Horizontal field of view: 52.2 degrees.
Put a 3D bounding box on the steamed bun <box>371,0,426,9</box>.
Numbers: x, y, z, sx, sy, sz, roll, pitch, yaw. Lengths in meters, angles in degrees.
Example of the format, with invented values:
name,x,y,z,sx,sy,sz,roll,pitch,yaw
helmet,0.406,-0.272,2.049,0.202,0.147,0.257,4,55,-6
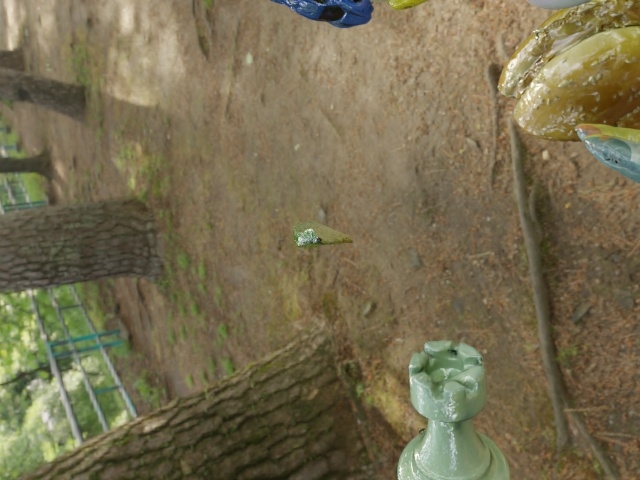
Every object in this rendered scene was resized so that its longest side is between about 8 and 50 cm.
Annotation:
name,x,y,z,sx,sy,sz,roll,pitch,yaw
steamed bun,0.181,-0.745,1.601,0.334,0.373,0.334,39,140,43

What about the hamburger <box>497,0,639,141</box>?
name,x,y,z,sx,sy,sz,roll,pitch,yaw
hamburger,0.623,-0.394,1.402,0.287,0.445,0.268,73,-171,-50

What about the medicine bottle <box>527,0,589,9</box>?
name,x,y,z,sx,sy,sz,roll,pitch,yaw
medicine bottle,0.214,-0.429,0.661,0.256,0.324,0.256,-46,22,24

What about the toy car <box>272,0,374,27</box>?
name,x,y,z,sx,sy,sz,roll,pitch,yaw
toy car,-0.008,-0.439,1.187,0.103,0.216,0.063,159,130,-72

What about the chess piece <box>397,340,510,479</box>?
name,x,y,z,sx,sy,sz,roll,pitch,yaw
chess piece,0.217,0.316,1.089,0.194,0.194,0.299,40,146,51

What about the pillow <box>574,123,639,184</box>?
name,x,y,z,sx,sy,sz,roll,pitch,yaw
pillow,0.587,-0.159,1.230,0.214,0.233,0.086,21,115,7

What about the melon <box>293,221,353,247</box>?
name,x,y,z,sx,sy,sz,roll,pitch,yaw
melon,0.000,-0.001,1.244,0.262,0.113,0.053,-21,-56,-83
